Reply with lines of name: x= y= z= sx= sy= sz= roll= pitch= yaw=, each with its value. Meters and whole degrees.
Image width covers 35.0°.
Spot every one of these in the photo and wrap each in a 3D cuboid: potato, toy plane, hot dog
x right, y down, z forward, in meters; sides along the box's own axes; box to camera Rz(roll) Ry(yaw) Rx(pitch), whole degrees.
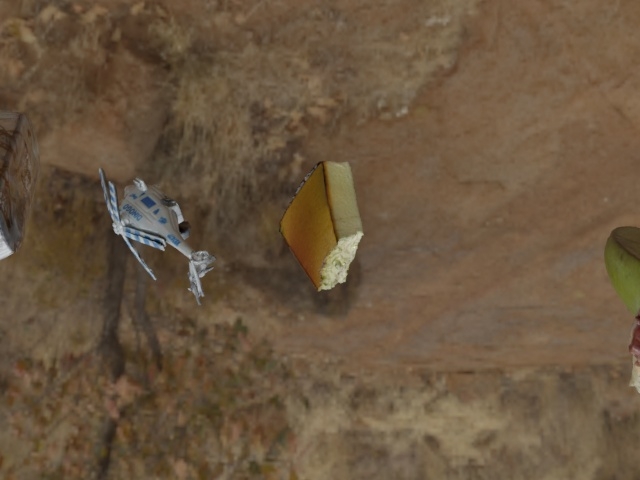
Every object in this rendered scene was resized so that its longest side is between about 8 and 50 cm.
potato: x=0.487 y=0.072 z=1.374 sx=0.270 sy=0.112 sz=0.255 roll=11 pitch=-163 yaw=-27
toy plane: x=-0.228 y=-0.025 z=1.477 sx=0.273 sy=0.107 sz=0.181 roll=14 pitch=132 yaw=58
hot dog: x=-0.408 y=-0.067 z=1.282 sx=0.075 sy=0.268 sz=0.144 roll=-6 pitch=121 yaw=-3

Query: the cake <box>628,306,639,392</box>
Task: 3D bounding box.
cake: x=0.272 y=0.055 z=0.508 sx=0.221 sy=0.116 sz=0.086 roll=17 pitch=159 yaw=17

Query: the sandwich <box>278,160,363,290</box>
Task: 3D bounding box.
sandwich: x=0.000 y=0.000 z=1.443 sx=0.058 sy=0.162 sz=0.193 roll=0 pitch=154 yaw=-22
